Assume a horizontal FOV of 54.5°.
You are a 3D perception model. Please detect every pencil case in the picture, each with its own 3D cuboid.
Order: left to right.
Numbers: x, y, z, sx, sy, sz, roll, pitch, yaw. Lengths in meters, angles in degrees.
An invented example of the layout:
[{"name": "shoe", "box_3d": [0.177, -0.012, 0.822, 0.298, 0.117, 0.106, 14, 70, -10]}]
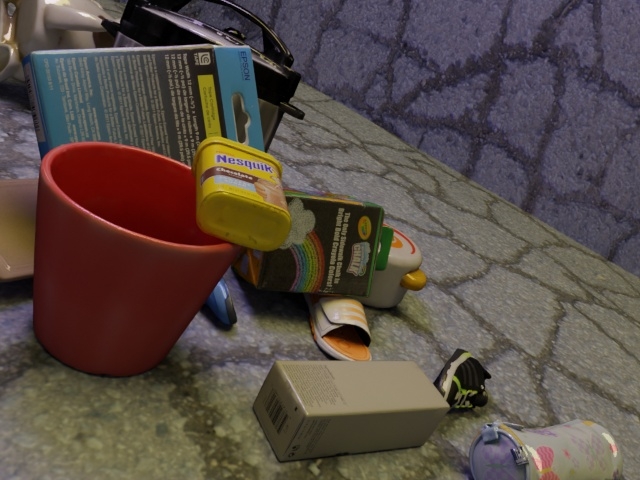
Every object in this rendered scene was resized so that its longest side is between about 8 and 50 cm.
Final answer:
[{"name": "pencil case", "box_3d": [0.362, 0.350, 0.992, 0.273, 0.113, 0.124, 11, 45, -34]}]

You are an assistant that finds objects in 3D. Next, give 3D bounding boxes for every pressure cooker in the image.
[{"name": "pressure cooker", "box_3d": [-0.265, -0.286, 1.266, 0.370, 0.420, 0.375, 16, 16, -42]}]

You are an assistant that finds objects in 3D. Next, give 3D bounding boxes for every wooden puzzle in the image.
[{"name": "wooden puzzle", "box_3d": [-0.459, -0.020, 0.972, 0.221, 0.044, 0.239, 44, 23, 21]}]

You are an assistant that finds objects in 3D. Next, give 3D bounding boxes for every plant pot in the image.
[{"name": "plant pot", "box_3d": [-0.266, 0.034, 0.855, 0.275, 0.243, 0.275, 22, 22, -10]}]

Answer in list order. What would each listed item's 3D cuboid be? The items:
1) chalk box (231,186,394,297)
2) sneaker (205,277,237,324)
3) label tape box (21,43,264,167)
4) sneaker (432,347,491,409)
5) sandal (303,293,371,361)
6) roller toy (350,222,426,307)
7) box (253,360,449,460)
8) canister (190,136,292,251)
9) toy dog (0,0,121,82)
[{"name": "chalk box", "box_3d": [0.000, 0.000, 1.189, 0.289, 0.180, 0.179, 7, 8, -26]}, {"name": "sneaker", "box_3d": [-0.210, 0.074, 1.078, 0.082, 0.069, 0.209, -22, 53, -17]}, {"name": "label tape box", "box_3d": [-0.273, -0.182, 1.013, 0.348, 0.249, 0.115, -14, 13, -33]}, {"name": "sneaker", "box_3d": [0.259, 0.262, 1.115, 0.097, 0.084, 0.235, 34, 24, 16]}, {"name": "sandal", "box_3d": [0.029, 0.128, 1.174, 0.102, 0.076, 0.265, 13, 26, -26]}, {"name": "roller toy", "box_3d": [0.119, 0.042, 1.362, 0.191, 0.146, 0.209, 16, 25, -21]}, {"name": "box", "box_3d": [0.049, 0.245, 0.921, 0.275, 0.094, 0.113, 9, 28, -35]}, {"name": "canister", "box_3d": [-0.106, -0.064, 0.829, 0.126, 0.073, 0.170, 18, 26, -21]}, {"name": "toy dog", "box_3d": [-0.579, -0.507, 1.561, 0.396, 0.284, 0.408, -8, -7, 34]}]
